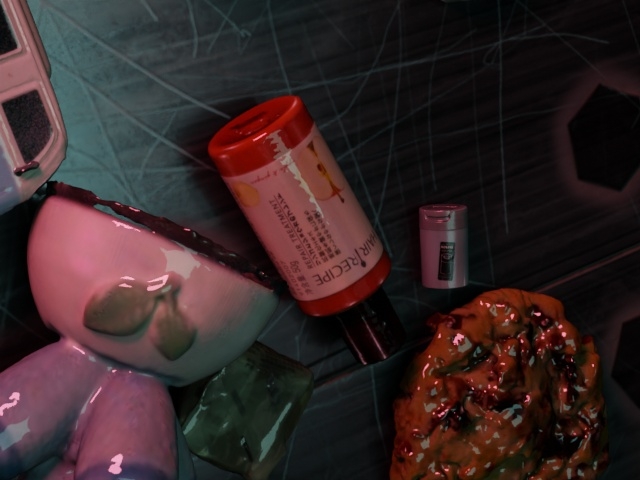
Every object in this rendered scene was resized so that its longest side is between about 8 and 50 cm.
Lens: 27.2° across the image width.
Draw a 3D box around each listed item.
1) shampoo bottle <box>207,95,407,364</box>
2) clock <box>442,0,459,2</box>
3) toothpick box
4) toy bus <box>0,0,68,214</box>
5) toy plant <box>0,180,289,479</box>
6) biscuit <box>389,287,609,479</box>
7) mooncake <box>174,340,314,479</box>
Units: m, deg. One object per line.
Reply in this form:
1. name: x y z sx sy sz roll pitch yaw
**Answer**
1. shampoo bottle: 0.000 0.000 1.295 0.104 0.104 0.278 -38 113 -20
2. clock: 0.149 -0.321 1.374 0.101 0.041 0.135 -28 108 -24
3. toothpick box: 0.131 0.006 1.398 0.052 0.052 0.083 -8 101 -28
4. toy bus: -0.313 -0.144 1.088 0.165 0.133 0.271 -27 106 -28
5. toy plant: -0.191 0.139 1.131 0.247 0.247 0.332 27 81 -29
6. biscuit: 0.209 0.221 1.454 0.289 0.081 0.334 -9 102 -27
7. mooncake: -0.079 0.159 1.287 0.125 0.073 0.130 35 82 -29
